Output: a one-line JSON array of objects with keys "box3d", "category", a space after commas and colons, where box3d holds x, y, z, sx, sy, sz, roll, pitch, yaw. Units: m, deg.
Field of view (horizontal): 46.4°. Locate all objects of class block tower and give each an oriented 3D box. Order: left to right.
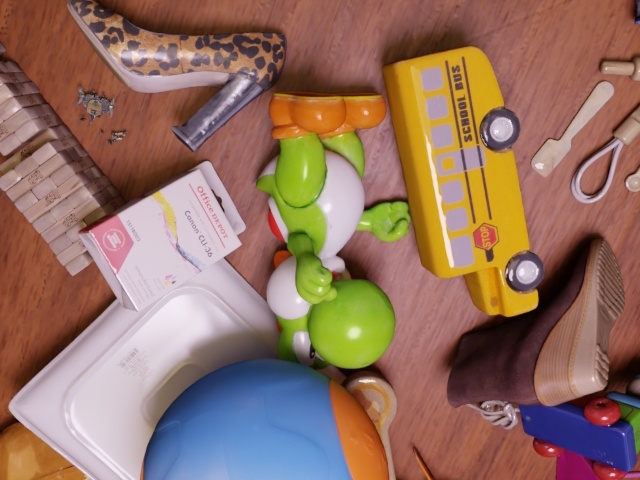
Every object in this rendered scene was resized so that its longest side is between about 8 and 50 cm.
[{"box3d": [-0.376, -0.122, 0.958, 0.097, 0.091, 0.335, -33, 100, 10], "category": "block tower"}]

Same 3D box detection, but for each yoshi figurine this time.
[{"box3d": [0.027, 0.003, 0.918, 0.203, 0.203, 0.362, 1, 103, -9], "category": "yoshi figurine"}]

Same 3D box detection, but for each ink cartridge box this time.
[{"box3d": [-0.183, -0.013, 0.939, 0.198, 0.067, 0.115, -35, 106, -26], "category": "ink cartridge box"}]

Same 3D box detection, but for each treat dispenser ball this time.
[{"box3d": [-0.064, 0.282, 0.865, 0.288, 0.288, 0.288, 0, 103, 2], "category": "treat dispenser ball"}]

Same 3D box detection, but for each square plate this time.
[{"box3d": [-0.178, 0.221, 1.014, 0.347, 0.049, 0.344, -45, 100, -3], "category": "square plate"}]

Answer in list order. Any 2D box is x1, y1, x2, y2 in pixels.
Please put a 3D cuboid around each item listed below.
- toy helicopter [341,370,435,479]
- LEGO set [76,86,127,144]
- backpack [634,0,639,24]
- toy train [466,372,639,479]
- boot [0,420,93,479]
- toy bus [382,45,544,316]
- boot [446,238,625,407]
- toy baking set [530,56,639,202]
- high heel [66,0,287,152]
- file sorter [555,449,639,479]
[{"box3d": [0.094, 0.350, 1.029, 0.235, 0.140, 0.355, -6, 100, 1], "category": "toy helicopter"}, {"box3d": [-0.289, -0.167, 0.984, 0.054, 0.023, 0.083, -12, 115, 7], "category": "LEGO set"}, {"box3d": [0.436, -0.270, 0.888, 0.114, 0.105, 0.084, 6, 102, 3], "category": "backpack"}, {"box3d": [0.326, 0.210, 1.002, 0.143, 0.248, 0.105, -29, 114, -33], "category": "toy train"}, {"box3d": [-0.379, 0.396, 1.070, 0.211, 0.104, 0.295, -17, 98, 6], "category": "boot"}, {"box3d": [0.178, -0.068, 0.930, 0.130, 0.108, 0.333, -14, 102, -7], "category": "toy bus"}, {"box3d": [0.275, 0.105, 0.972, 0.207, 0.248, 0.090, -16, 125, 40], "category": "boot"}, {"box3d": [0.410, -0.137, 0.957, 0.256, 0.030, 0.197, 8, 103, 0], "category": "toy baking set"}, {"box3d": [-0.178, -0.261, 0.938, 0.186, 0.093, 0.261, -44, 89, -7], "category": "high heel"}, {"box3d": [0.433, 0.424, 1.000, 0.182, 0.202, 0.290, -1, 103, -1], "category": "file sorter"}]
